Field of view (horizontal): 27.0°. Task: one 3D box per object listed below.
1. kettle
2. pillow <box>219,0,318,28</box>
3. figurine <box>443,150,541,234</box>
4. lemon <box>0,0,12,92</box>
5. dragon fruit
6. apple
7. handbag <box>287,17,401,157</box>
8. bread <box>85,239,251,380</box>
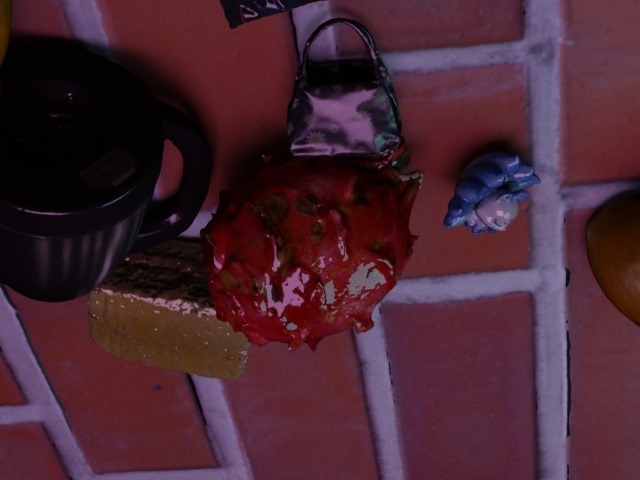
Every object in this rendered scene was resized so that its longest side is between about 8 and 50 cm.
[{"bbox_3d":[-0.261,-0.050,1.365,0.207,0.251,0.271,33,145,10],"label":"kettle"},{"bbox_3d":[0.001,-0.296,1.094,0.255,0.034,0.189,-14,104,25],"label":"pillow"},{"bbox_3d":[0.185,-0.053,1.403,0.114,0.079,0.114,-18,155,-9],"label":"figurine"},{"bbox_3d":[-0.361,-0.210,1.163,0.186,0.187,0.244,-15,125,16],"label":"lemon"},{"bbox_3d":[0.000,0.000,1.386,0.268,0.205,0.210,-39,87,-2],"label":"dragon fruit"},{"bbox_3d":[0.467,0.049,1.478,0.346,0.254,0.179,14,94,-16],"label":"apple"},{"bbox_3d":[0.023,-0.157,1.312,0.115,0.072,0.139,0,125,4],"label":"handbag"},{"bbox_3d":[-0.166,0.074,1.534,0.196,0.102,0.138,9,135,-4],"label":"bread"}]
